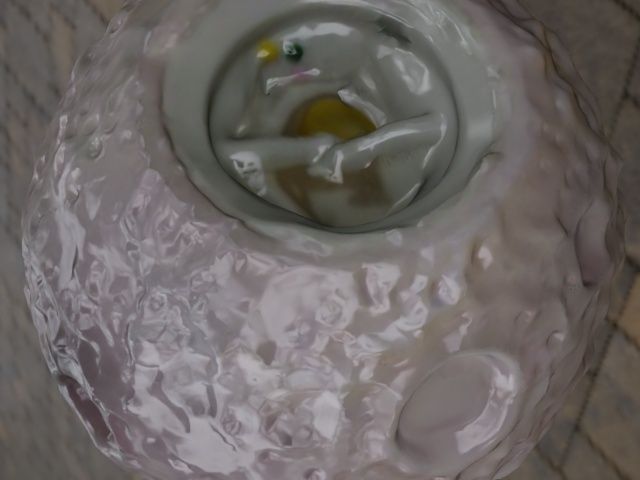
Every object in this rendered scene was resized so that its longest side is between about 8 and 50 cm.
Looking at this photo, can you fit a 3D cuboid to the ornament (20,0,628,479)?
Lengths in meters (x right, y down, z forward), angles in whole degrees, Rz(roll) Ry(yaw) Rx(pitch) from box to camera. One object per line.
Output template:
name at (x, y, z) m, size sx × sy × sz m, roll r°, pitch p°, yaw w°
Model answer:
ornament at (0.000, 0.000, 0.689) m, size 0.259 × 0.259 × 0.225 m, roll 55°, pitch 160°, yaw 25°
